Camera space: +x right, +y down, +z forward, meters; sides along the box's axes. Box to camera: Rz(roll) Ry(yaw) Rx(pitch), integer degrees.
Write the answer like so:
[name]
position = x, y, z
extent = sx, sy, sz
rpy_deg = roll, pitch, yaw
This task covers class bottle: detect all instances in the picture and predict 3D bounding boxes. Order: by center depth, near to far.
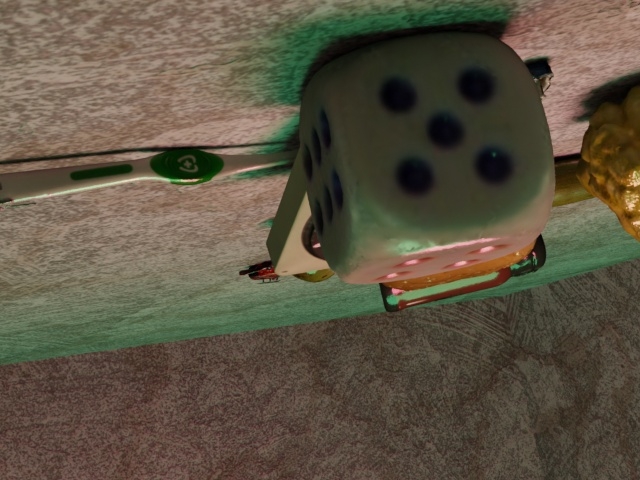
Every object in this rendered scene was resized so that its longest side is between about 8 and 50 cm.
[bottle]
position = 0.278, 0.040, 1.924
extent = 0.336, 0.143, 0.144
rpy_deg = -13, 170, 5

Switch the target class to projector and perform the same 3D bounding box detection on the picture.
[projector]
position = 0.084, -0.048, 1.124
extent = 0.257, 0.079, 0.259
rpy_deg = -9, 153, -20

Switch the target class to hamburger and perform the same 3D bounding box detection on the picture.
[hamburger]
position = 0.220, 0.002, 1.628
extent = 0.283, 0.144, 0.259
rpy_deg = -17, 168, 1

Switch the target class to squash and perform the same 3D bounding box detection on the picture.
[squash]
position = 0.335, -0.086, 1.453
extent = 0.319, 0.071, 0.080
rpy_deg = -6, 131, -13

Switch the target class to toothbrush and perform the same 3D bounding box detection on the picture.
[toothbrush]
position = -0.153, -0.076, 1.025
extent = 0.418, 0.042, 0.040
rpy_deg = -10, 161, -19

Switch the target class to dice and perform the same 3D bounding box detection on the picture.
[dice]
position = 0.091, -0.070, 0.885
extent = 0.192, 0.194, 0.193
rpy_deg = -11, 172, -11

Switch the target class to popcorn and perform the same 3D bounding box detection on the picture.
[popcorn]
position = 0.435, -0.081, 1.139
extent = 0.250, 0.234, 0.242
rpy_deg = 1, -170, 5

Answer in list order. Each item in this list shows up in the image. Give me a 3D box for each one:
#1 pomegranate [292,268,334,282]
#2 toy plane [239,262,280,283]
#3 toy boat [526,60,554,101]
[pomegranate]
position = 0.000, 0.000, 1.505
extent = 0.142, 0.114, 0.114
rpy_deg = -39, 161, 17
[toy plane]
position = -0.088, 0.058, 1.924
extent = 0.145, 0.037, 0.060
rpy_deg = -7, 161, 3
[toy boat]
position = 0.220, -0.157, 0.992
extent = 0.038, 0.038, 0.083
rpy_deg = -12, 170, 4
